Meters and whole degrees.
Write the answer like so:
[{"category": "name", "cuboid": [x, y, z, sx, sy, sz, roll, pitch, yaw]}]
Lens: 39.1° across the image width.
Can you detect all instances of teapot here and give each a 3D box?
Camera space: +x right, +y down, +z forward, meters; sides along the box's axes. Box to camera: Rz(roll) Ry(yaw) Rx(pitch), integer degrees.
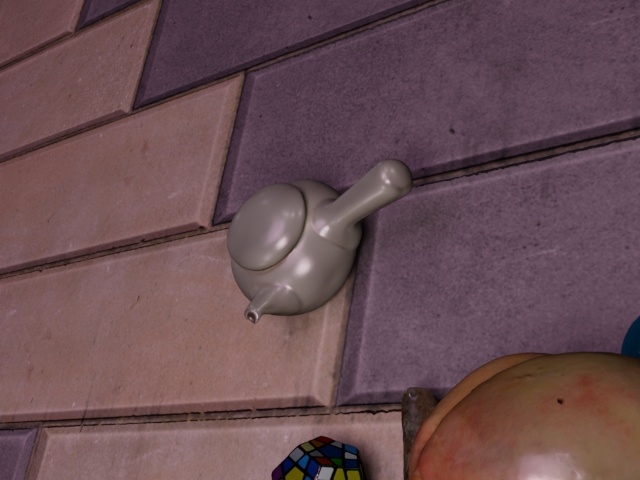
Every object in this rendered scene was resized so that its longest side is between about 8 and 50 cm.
[{"category": "teapot", "cuboid": [-0.008, -0.029, 1.288, 0.318, 0.149, 0.220, -43, 45, 15]}]

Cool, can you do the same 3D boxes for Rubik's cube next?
[{"category": "Rubik's cube", "cuboid": [0.002, 0.306, 1.101, 0.133, 0.133, 0.112, 29, 114, 47]}]

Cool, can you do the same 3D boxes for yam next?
[{"category": "yam", "cuboid": [0.121, 0.303, 1.038, 0.061, 0.061, 0.274, -21, 52, 32]}]

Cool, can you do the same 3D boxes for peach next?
[{"category": "peach", "cuboid": [0.226, 0.224, 0.810, 0.292, 0.292, 0.247, -10, 83, 38]}]

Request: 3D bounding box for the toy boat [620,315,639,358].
[{"category": "toy boat", "cuboid": [0.402, 0.146, 0.838, 0.299, 0.092, 0.134, 26, 101, 47]}]
